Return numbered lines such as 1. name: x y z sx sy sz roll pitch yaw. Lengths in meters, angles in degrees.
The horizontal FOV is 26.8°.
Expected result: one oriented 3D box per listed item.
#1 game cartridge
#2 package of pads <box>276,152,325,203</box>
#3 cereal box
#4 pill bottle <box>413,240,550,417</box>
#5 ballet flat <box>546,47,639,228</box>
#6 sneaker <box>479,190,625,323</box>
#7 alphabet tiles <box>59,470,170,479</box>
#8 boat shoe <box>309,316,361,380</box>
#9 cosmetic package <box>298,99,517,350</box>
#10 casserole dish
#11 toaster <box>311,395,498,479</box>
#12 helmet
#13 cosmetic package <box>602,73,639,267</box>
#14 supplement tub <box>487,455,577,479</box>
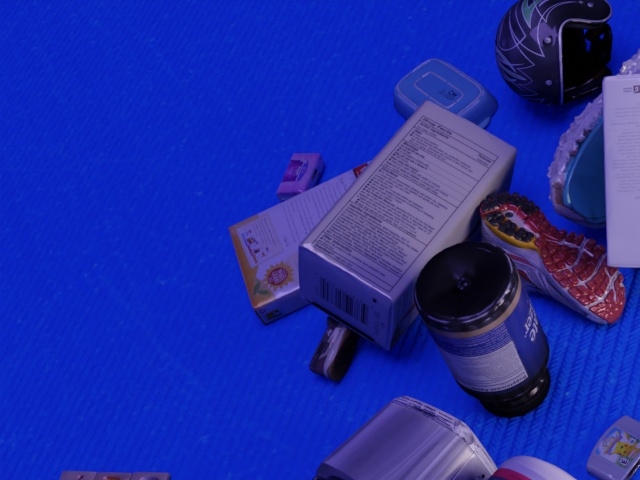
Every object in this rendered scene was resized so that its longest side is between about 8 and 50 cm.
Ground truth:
1. game cartridge: 0.343 0.240 1.535 0.056 0.017 0.083 23 64 44
2. package of pads: -0.030 -0.092 2.020 0.050 0.032 0.083 2 52 27
3. cereal box: 0.000 0.000 1.910 0.240 0.047 0.173 -24 46 5
4. pill bottle: 0.198 0.111 1.580 0.123 0.219 0.123 -15 46 16
5. ballet flat: 0.421 -0.163 1.800 0.147 0.147 0.409 25 63 41
6. sneaker: 0.295 0.031 1.709 0.088 0.093 0.225 -31 56 -25
7. alphabet tiles: -0.313 0.444 1.703 0.285 0.011 0.342 -4 50 26
8. boat shoe: 0.029 0.114 1.786 0.049 0.056 0.152 11 57 29
9. cosmetic package: 0.114 -0.023 1.761 0.153 0.129 0.296 32 61 20
10. casserole dish: 0.182 -0.215 2.016 0.114 0.037 0.188 -39 45 -8
11. toaster: 0.102 0.273 1.544 0.146 0.129 0.227 -42 26 -17
12. helmet: 0.325 -0.272 1.902 0.161 0.169 0.169 -22 42 -14
13. cosmetic package: 0.398 -0.081 1.641 0.085 0.117 0.231 -1 88 27
14. supplement tub: 0.183 0.374 1.372 0.272 0.191 0.191 -45 45 -15
